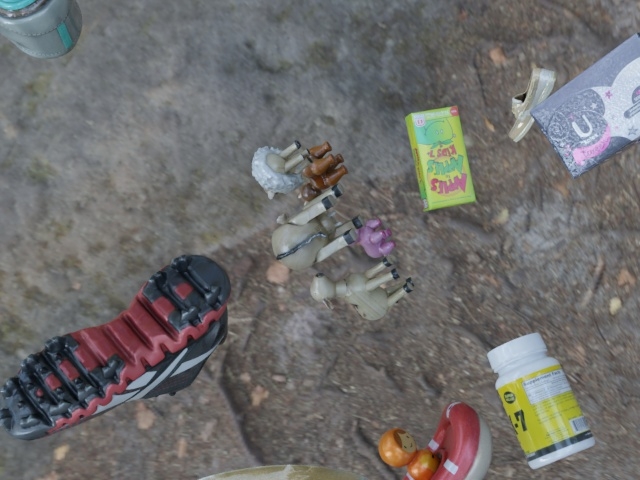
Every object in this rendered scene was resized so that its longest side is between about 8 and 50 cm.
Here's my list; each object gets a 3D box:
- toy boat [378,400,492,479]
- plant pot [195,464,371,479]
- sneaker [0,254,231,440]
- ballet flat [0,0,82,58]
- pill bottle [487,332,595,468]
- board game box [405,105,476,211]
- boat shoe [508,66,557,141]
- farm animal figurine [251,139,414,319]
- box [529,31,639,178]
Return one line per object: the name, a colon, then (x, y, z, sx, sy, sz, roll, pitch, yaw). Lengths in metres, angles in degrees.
toy boat: (0.158, 0.346, 1.552, 0.151, 0.151, 0.231, 36, 89, -8)
plant pot: (-0.048, 0.273, 0.910, 0.236, 0.236, 0.032, -22, 49, 16)
sneaker: (-0.207, 0.133, 1.063, 0.276, 0.135, 0.097, -35, 58, -16)
ballet flat: (-0.244, -0.197, 0.700, 0.072, 0.068, 0.213, -42, 65, -11)
pill bottle: (0.370, 0.271, 1.695, 0.119, 0.119, 0.209, -26, 72, 14)
board game box: (0.223, -0.152, 1.854, 0.092, 0.043, 0.181, -11, 88, -12)
boat shoe: (0.416, -0.278, 2.013, 0.059, 0.063, 0.170, 23, 125, -3)
farm animal figurine: (0.000, 0.000, 1.760, 0.172, 0.327, 0.330, -31, 80, 16)
box: (0.545, -0.250, 1.848, 0.247, 0.142, 0.163, -37, 82, 35)
